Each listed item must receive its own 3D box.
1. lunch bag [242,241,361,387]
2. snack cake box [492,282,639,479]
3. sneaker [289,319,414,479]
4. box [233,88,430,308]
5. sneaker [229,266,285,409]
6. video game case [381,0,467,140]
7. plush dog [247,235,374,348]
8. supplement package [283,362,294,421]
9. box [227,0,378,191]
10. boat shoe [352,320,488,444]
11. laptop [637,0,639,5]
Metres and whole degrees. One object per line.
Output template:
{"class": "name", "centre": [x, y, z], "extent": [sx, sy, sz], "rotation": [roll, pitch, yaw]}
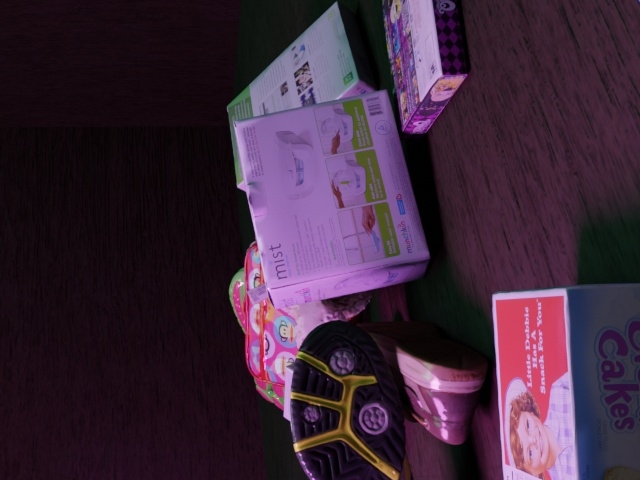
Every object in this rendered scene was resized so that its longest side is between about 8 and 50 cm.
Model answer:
{"class": "lunch bag", "centre": [-0.050, 0.138, 1.693], "extent": [0.258, 0.120, 0.293], "rotation": [9, 105, 36]}
{"class": "snack cake box", "centre": [0.220, 0.171, 0.739], "extent": [0.152, 0.089, 0.264], "rotation": [152, 115, -79]}
{"class": "sneaker", "centre": [0.045, 0.293, 1.103], "extent": [0.147, 0.145, 0.385], "rotation": [112, 146, -77]}
{"class": "box", "centre": [0.013, -0.058, 1.261], "extent": [0.127, 0.231, 0.262], "rotation": [81, 176, -72]}
{"class": "sneaker", "centre": [-0.054, 0.230, 1.983], "extent": [0.185, 0.202, 0.483], "rotation": [25, 139, 36]}
{"class": "video game case", "centre": [0.136, -0.283, 1.198], "extent": [0.210, 0.041, 0.232], "rotation": [121, 145, -70]}
{"class": "plush dog", "centre": [0.013, 0.069, 1.433], "extent": [0.262, 0.210, 0.225], "rotation": [-62, -25, -8]}
{"class": "supplement package", "centre": [0.036, 0.270, 1.439], "extent": [0.179, 0.105, 0.105], "rotation": [26, 122, 41]}
{"class": "box", "centre": [-0.044, -0.260, 1.624], "extent": [0.322, 0.058, 0.232], "rotation": [-37, 44, 28]}
{"class": "boat shoe", "centre": [0.120, 0.184, 1.176], "extent": [0.342, 0.123, 0.123], "rotation": [-163, 73, -71]}
{"class": "laptop", "centre": [0.169, -0.363, 0.574], "extent": [0.236, 0.408, 0.382], "rotation": [-58, -12, -38]}
